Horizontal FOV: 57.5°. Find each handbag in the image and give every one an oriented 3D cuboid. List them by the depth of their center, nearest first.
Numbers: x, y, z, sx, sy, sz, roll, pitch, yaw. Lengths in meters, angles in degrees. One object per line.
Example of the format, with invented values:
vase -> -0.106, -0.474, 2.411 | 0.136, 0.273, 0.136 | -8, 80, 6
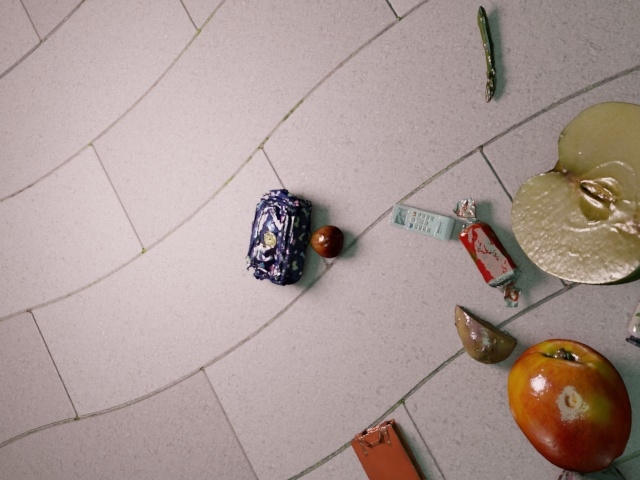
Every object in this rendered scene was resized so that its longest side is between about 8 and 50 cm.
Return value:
handbag -> 0.176, 0.573, 1.511 | 0.127, 0.063, 0.190 | -29, 83, 18
handbag -> -0.119, -0.007, 1.577 | 0.162, 0.113, 0.260 | 20, 103, 38

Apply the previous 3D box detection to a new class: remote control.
remote control -> 0.259, -0.047, 1.491 | 0.162, 0.029, 0.061 | 18, 95, 24

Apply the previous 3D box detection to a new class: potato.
potato -> 0.380, 0.240, 1.417 | 0.172, 0.089, 0.100 | 34, 104, 15

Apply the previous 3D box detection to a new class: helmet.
helmet -> 0.609, 0.554, 1.320 | 0.153, 0.107, 0.177 | 8, 136, -7

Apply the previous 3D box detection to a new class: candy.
candy -> 0.409, 0.030, 1.421 | 0.086, 0.059, 0.292 | -33, 79, 18

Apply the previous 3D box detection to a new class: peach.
peach -> 0.540, 0.363, 1.283 | 0.281, 0.238, 0.281 | 21, 120, 41

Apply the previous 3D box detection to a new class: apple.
apple -> 0.590, -0.078, 1.206 | 0.312, 0.320, 0.360 | -22, 41, -9

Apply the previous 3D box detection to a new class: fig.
fig -> 0.000, 0.000, 1.565 | 0.125, 0.089, 0.089 | 6, 93, 38

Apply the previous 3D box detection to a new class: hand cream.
hand cream -> 0.758, 0.131, 1.306 | 0.080, 0.050, 0.234 | 27, 93, 22

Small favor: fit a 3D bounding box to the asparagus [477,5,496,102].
asparagus -> 0.410, -0.456, 1.432 | 0.034, 0.027, 0.236 | -6, 89, 0
